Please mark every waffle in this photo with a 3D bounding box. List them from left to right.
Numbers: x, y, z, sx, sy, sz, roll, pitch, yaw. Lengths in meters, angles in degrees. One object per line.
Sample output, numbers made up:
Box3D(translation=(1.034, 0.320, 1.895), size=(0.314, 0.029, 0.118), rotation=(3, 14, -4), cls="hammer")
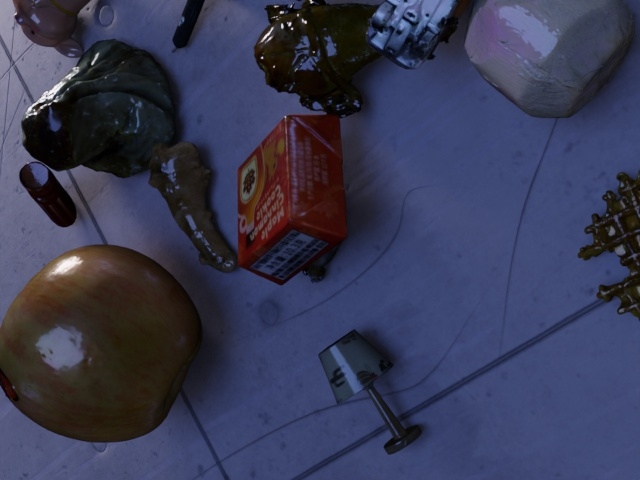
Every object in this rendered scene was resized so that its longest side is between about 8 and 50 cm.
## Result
Box3D(translation=(0.500, 0.011, 1.232), size=(0.229, 0.051, 0.231), rotation=(28, 108, 28), cls="waffle")

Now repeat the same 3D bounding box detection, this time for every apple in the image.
Box3D(translation=(-0.416, 0.200, 1.652), size=(0.346, 0.391, 0.391), rotation=(30, 111, 7), cls="apple")

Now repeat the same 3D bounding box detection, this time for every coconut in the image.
Box3D(translation=(0.315, -0.303, 1.217), size=(0.230, 0.227, 0.227), rotation=(44, 116, 15), cls="coconut")

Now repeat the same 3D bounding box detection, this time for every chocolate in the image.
Box3D(translation=(-0.056, -0.072, 1.461), size=(0.237, 0.108, 0.234), rotation=(-35, 51, 51), cls="chocolate")

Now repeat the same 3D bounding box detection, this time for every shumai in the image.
Box3D(translation=(-0.479, -0.268, 1.703), size=(0.309, 0.263, 0.304), rotation=(-24, 84, 32), cls="shumai")

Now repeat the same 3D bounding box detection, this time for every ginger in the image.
Box3D(translation=(-0.244, -0.067, 1.687), size=(0.131, 0.086, 0.294), rotation=(-32, 86, 19), cls="ginger")

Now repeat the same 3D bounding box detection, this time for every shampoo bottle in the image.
Box3D(translation=(-0.575, -0.101, 1.794), size=(0.064, 0.260, 0.102), rotation=(-28, 82, -10), cls="shampoo bottle")

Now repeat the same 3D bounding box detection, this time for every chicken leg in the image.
Box3D(translation=(0.049, -0.315, 1.432), size=(0.361, 0.140, 0.211), rotation=(2, 108, 26), cls="chicken leg")

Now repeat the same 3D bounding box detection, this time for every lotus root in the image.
Box3D(translation=(-0.003, 0.000, 1.536), size=(0.088, 0.088, 0.165), rotation=(33, 120, 26), cls="lotus root")

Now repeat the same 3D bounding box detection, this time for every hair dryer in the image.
Box3D(translation=(-0.256, -0.448, 1.640), size=(0.071, 0.124, 0.219), rotation=(52, 135, 20), cls="hair dryer")

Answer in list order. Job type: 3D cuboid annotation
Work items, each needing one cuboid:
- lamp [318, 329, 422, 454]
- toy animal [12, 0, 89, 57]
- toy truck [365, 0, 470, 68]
Box3D(translation=(0.087, 0.265, 1.483), size=(0.121, 0.121, 0.214), rotation=(-35, 85, 30), cls="lamp")
Box3D(translation=(-0.558, -0.524, 1.795), size=(0.248, 0.149, 0.165), rotation=(-51, 59, 37), cls="toy animal")
Box3D(translation=(0.176, -0.389, 1.248), size=(0.114, 0.135, 0.270), rotation=(36, 121, 8), cls="toy truck")
